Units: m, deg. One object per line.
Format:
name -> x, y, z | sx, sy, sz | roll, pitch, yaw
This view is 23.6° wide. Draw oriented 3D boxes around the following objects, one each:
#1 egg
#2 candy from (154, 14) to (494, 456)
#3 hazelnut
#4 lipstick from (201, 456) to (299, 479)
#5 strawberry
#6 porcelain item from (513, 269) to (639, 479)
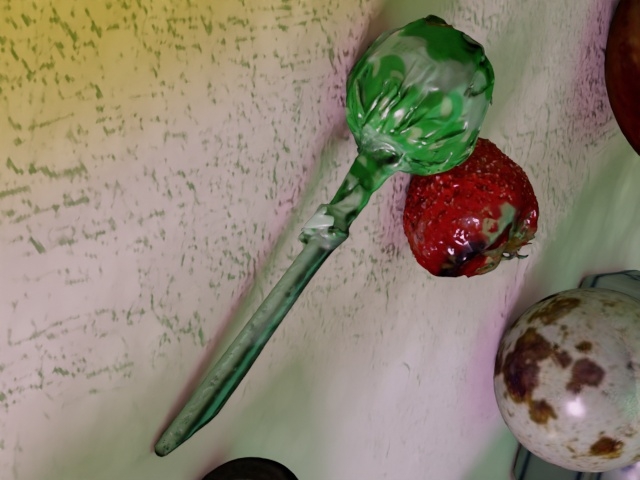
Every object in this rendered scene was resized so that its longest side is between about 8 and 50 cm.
egg -> 0.257, 0.127, 1.413 | 0.231, 0.169, 0.169 | 3, 105, -48
candy -> 0.000, -0.001, 0.925 | 0.323, 0.097, 0.097 | -55, 152, -16
hazelnut -> 0.368, -0.169, 1.400 | 0.234, 0.218, 0.218 | -12, 119, -62
lipstick -> -0.030, 0.260, 1.028 | 0.081, 0.081, 0.300 | -51, 148, -36
strawberry -> 0.102, -0.025, 1.096 | 0.106, 0.106, 0.106 | -45, 145, -44
porcelain item -> 0.338, 0.181, 1.654 | 0.286, 0.157, 0.281 | 1, 108, -64
